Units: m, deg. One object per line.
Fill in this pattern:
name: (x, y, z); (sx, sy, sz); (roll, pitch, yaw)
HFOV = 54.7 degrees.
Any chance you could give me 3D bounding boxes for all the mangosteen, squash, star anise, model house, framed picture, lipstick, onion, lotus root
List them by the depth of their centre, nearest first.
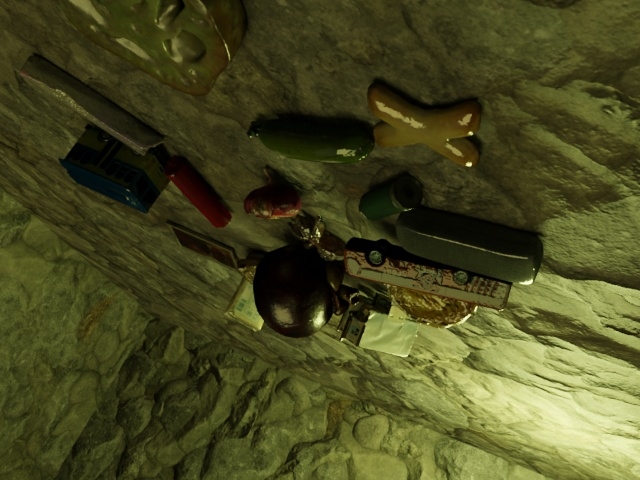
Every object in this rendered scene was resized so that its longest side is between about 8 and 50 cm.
lotus root: (-0.311, -0.419, 1.148); (0.390, 0.111, 0.375); (11, 157, 32)
squash: (-0.034, -0.212, 1.303); (0.331, 0.087, 0.087); (15, 155, 33)
onion: (-0.123, -0.125, 1.589); (0.150, 0.140, 0.150); (-1, -169, 0)
star anise: (-0.013, -0.003, 1.758); (0.171, 0.063, 0.208); (7, 150, 44)
lipstick: (-0.364, -0.139, 1.853); (0.073, 0.073, 0.280); (12, 154, 33)
mangosteen: (-0.061, 0.144, 1.872); (0.293, 0.297, 0.297); (-40, 120, 18)
model house: (0.157, 0.251, 1.974); (0.271, 0.178, 0.206); (16, -176, -38)
framed picture: (-0.444, 0.025, 2.368); (0.289, 0.020, 0.211); (23, 157, 12)

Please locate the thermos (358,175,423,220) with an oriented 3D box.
thermos: (0.148, -0.091, 1.387); (0.073, 0.083, 0.187); (55, 153, -9)

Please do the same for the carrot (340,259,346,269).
carrot: (0.114, 0.090, 1.858); (0.142, 0.035, 0.035); (31, 158, -20)

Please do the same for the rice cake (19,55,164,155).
rice cake: (-0.611, -0.356, 1.662); (0.399, 0.070, 0.064); (33, 161, -13)

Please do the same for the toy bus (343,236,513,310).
toy bus: (0.256, 0.073, 1.507); (0.408, 0.093, 0.092); (13, 113, 16)

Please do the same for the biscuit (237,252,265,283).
biscuit: (-0.179, 0.130, 2.211); (0.259, 0.079, 0.259); (24, 158, 10)

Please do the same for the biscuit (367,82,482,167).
biscuit: (0.187, -0.204, 1.119); (0.207, 0.047, 0.164); (18, 157, 22)

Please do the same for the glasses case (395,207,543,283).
glasses case: (0.328, 0.009, 1.383); (0.323, 0.074, 0.131); (16, 156, 26)

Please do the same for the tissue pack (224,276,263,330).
tissue pack: (-0.257, 0.224, 2.352); (0.148, 0.196, 0.092); (32, 159, -14)

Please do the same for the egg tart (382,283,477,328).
egg tart: (0.297, 0.127, 1.639); (0.252, 0.098, 0.232); (20, 134, 10)

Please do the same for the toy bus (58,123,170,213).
toy bus: (-0.594, -0.213, 1.806); (0.287, 0.175, 0.138); (22, 158, 22)
